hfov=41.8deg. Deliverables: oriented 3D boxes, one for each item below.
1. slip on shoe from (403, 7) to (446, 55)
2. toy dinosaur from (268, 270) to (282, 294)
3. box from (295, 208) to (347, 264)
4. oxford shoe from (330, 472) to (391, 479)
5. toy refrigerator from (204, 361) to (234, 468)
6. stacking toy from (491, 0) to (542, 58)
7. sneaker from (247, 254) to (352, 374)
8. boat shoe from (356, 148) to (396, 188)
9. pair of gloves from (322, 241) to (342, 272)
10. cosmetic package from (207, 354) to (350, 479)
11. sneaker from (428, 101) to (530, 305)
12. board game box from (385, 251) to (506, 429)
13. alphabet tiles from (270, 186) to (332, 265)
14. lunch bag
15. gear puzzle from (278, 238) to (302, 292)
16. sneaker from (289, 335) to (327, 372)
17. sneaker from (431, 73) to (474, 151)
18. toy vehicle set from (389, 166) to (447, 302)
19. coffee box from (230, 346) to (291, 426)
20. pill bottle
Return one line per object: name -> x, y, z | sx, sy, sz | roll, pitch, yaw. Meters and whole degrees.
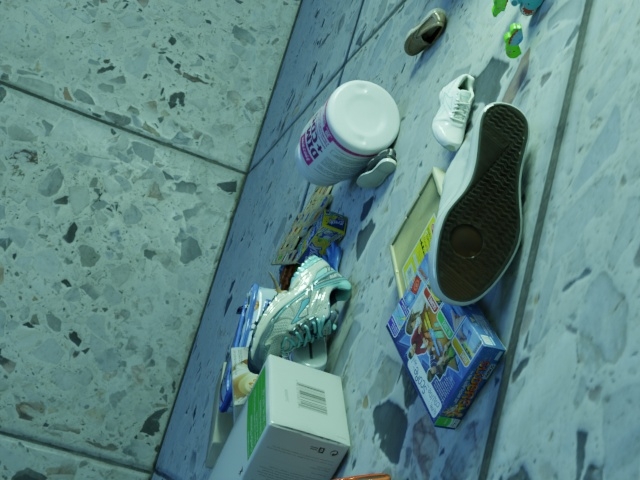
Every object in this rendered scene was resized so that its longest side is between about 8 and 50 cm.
slip on shoe -> 0.211, -0.411, 1.693 | 0.135, 0.051, 0.041 | -42, 43, 52
toy dinosaur -> -0.068, 0.180, 1.895 | 0.211, 0.064, 0.112 | 59, 140, 35
box -> 0.000, 0.000, 1.915 | 0.169, 0.059, 0.054 | 127, 159, -52
oxford shoe -> 0.038, 0.400, 1.202 | 0.271, 0.096, 0.098 | 122, 142, -56
toy refrigerator -> -0.223, 0.444, 2.116 | 0.270, 0.094, 0.102 | -89, 16, -55
stacking toy -> 0.324, -0.390, 1.223 | 0.167, 0.052, 0.221 | -85, 18, -51
sneaker -> -0.035, 0.148, 1.584 | 0.283, 0.122, 0.110 | -53, -15, -34
boat shoe -> 0.114, -0.146, 1.698 | 0.125, 0.046, 0.038 | -44, 30, 56
pair of gloves -> -0.001, 0.104, 1.858 | 0.159, 0.023, 0.198 | -84, 20, -45
cosmetic package -> -0.092, 0.417, 1.503 | 0.197, 0.155, 0.366 | -100, 34, -62
sneaker -> 0.206, -0.033, 1.109 | 0.123, 0.105, 0.290 | 117, 175, -67
board game box -> 0.156, 0.127, 1.097 | 0.136, 0.035, 0.201 | -64, 27, 26
alphabet tiles -> -0.042, -0.041, 2.133 | 0.237, 0.009, 0.198 | -62, 16, -12
lunch bag -> -0.159, 0.256, 2.000 | 0.243, 0.114, 0.303 | 113, 169, -60
gear puzzle -> -0.068, 0.074, 2.110 | 0.339, 0.044, 0.176 | -110, 41, -69
sneaker -> -0.031, 0.191, 1.692 | 0.258, 0.094, 0.091 | -87, 8, -51
sneaker -> 0.219, -0.212, 1.367 | 0.061, 0.053, 0.152 | -48, 25, 51
toy vehicle set -> 0.169, 0.020, 1.279 | 0.267, 0.035, 0.166 | -93, 26, -58
coffee box -> -0.112, 0.311, 1.716 | 0.246, 0.141, 0.098 | -109, 18, -70
pill bottle -> 0.047, -0.221, 1.822 | 0.283, 0.160, 0.160 | 142, 145, -67
